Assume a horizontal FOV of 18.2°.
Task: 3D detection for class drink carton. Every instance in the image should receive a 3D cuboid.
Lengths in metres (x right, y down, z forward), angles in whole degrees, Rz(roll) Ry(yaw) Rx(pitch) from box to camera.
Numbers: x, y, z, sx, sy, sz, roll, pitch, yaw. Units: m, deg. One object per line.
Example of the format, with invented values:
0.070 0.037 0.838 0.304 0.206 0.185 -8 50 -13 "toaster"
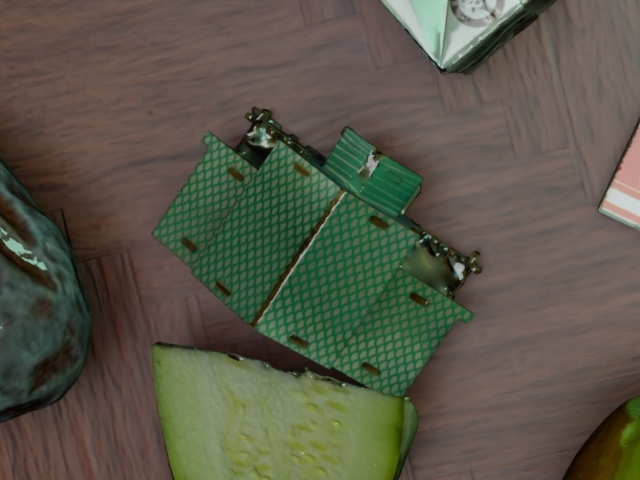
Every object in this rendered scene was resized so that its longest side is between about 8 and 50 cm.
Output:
0.051 -0.293 1.603 0.132 0.194 0.324 -40 87 11 "drink carton"

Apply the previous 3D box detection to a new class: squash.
-0.031 0.200 1.664 0.236 0.204 0.155 14 73 25 "squash"

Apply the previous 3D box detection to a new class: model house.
0.000 0.000 1.622 0.271 0.206 0.178 38 98 5 "model house"

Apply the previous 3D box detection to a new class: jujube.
-0.326 0.025 1.655 0.308 0.246 0.215 44 99 -3 "jujube"

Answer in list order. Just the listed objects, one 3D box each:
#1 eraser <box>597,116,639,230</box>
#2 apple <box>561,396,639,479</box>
0.347 -0.095 1.647 0.157 0.038 0.230 25 97 7 "eraser"
0.355 0.281 1.489 0.374 0.374 0.384 -39 106 9 "apple"
